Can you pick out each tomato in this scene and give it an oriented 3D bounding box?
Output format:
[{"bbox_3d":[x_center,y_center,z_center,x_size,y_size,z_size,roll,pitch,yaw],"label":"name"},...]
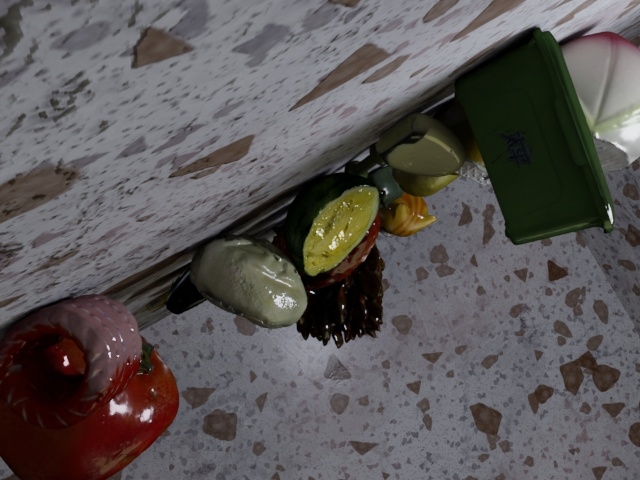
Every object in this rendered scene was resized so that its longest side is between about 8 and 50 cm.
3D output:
[{"bbox_3d":[-0.423,0.279,1.236,0.290,0.293,0.325,-42,-174,9],"label":"tomato"}]

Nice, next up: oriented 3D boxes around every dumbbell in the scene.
[{"bbox_3d":[0.093,-0.150,1.359,0.052,0.046,0.118,-35,-179,-35],"label":"dumbbell"}]

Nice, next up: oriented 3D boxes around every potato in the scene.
[{"bbox_3d":[0.262,-0.188,1.636,0.200,0.137,0.154,-32,179,13],"label":"potato"}]

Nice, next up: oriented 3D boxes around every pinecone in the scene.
[{"bbox_3d":[0.005,0.092,1.840,0.397,0.398,0.398,-30,179,-1],"label":"pinecone"}]

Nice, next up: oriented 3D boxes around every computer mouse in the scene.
[{"bbox_3d":[-0.243,0.079,1.558,0.233,0.096,0.137,-26,173,-9],"label":"computer mouse"}]

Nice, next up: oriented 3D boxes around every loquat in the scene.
[{"bbox_3d":[0.276,-0.197,1.355,0.195,0.152,0.152,-23,179,3],"label":"loquat"}]

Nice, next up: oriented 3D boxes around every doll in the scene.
[{"bbox_3d":[0.224,-0.104,2.133,0.166,0.270,0.162,9,116,-25],"label":"doll"}]

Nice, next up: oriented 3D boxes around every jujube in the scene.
[{"bbox_3d":[0.000,0.000,1.563,0.290,0.197,0.197,-38,176,21],"label":"jujube"}]

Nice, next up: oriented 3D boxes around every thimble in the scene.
[{"bbox_3d":[-0.354,0.169,0.999,0.189,0.163,0.125,-30,180,17],"label":"thimble"}]

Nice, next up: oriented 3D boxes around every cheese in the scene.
[{"bbox_3d":[0.227,-0.145,1.260,0.251,0.054,0.127,19,149,-30],"label":"cheese"}]

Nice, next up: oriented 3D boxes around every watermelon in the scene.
[{"bbox_3d":[0.015,-0.049,1.356,0.232,0.127,0.204,-47,152,-10],"label":"watermelon"}]

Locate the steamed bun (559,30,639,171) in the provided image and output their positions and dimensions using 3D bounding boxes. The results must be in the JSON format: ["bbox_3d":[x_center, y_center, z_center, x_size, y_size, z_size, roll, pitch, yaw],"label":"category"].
[{"bbox_3d":[0.580,-0.316,1.496,0.309,0.309,0.309,-30,179,-1],"label":"steamed bun"}]

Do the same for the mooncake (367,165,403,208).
[{"bbox_3d":[0.145,-0.134,1.957,0.168,0.104,0.175,-24,174,-15],"label":"mooncake"}]

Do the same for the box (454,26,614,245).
[{"bbox_3d":[0.349,-0.159,1.154,0.177,0.329,0.253,-18,-178,22],"label":"box"}]

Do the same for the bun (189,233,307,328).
[{"bbox_3d":[-0.126,0.066,1.330,0.141,0.239,0.239,-58,175,7],"label":"bun"}]

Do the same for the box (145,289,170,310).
[{"bbox_3d":[-0.406,0.144,1.959,0.155,0.023,0.087,-31,176,19],"label":"box"}]
